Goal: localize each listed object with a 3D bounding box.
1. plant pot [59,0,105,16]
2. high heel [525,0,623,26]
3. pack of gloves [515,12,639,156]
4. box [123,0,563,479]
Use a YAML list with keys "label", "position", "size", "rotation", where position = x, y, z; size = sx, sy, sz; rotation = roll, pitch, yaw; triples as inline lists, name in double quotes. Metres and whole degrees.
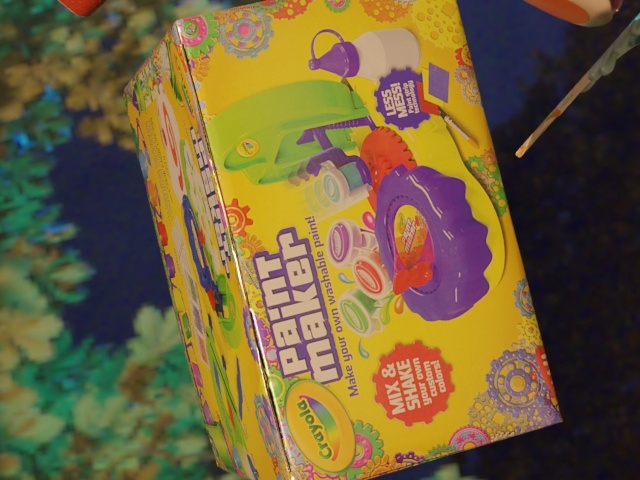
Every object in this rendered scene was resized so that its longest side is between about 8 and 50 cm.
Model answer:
- label: "plant pot"
  position: [-0.168, -0.382, 1.297]
  size: [0.267, 0.235, 0.267]
  rotation: [39, -141, -27]
- label: "high heel"
  position: [0.247, -0.314, 1.573]
  size: [0.377, 0.127, 0.181]
  rotation: [67, -132, -82]
- label: "pack of gloves"
  position: [0.296, -0.179, 1.629]
  size: [0.046, 0.195, 0.232]
  rotation: [41, -128, 4]
- label: "box"
  position: [0.000, 0.000, 1.159]
  size: [0.279, 0.177, 0.290]
  rotation: [166, 90, -77]
